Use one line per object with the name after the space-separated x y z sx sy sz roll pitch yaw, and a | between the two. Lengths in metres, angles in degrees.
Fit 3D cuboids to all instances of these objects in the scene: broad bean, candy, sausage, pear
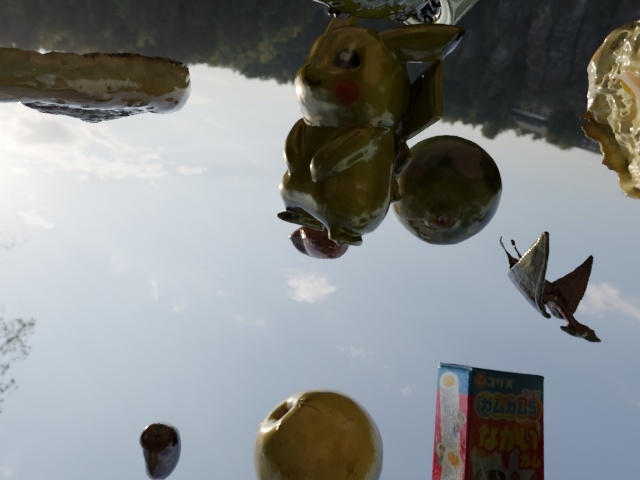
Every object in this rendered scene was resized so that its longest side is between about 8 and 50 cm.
-0.362 0.481 1.043 0.085 0.165 0.114 14 -152 10 | broad bean
0.266 0.358 0.725 0.158 0.305 0.100 12 165 -19 | candy
0.000 0.000 1.052 0.089 0.089 0.179 -8 -170 -38 | sausage
-0.004 0.555 1.190 0.349 0.348 0.348 11 -155 -5 | pear

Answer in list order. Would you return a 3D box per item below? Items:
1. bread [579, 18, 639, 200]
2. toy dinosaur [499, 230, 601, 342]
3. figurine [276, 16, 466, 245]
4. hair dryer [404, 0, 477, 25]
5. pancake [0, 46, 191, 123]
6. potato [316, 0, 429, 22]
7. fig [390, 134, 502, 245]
0.736 -0.236 0.884 0.395 0.360 0.250 -8 166 -14 | bread
0.382 0.053 0.741 0.327 0.113 0.206 32 -153 -29 | toy dinosaur
0.050 -0.156 0.616 0.169 0.326 0.218 -10 -157 -42 | figurine
0.255 -0.329 0.519 0.362 0.203 0.128 40 176 42 | hair dryer
-0.353 -0.188 0.553 0.388 0.081 0.387 3 -167 -1 | pancake
0.025 -0.259 0.361 0.252 0.149 0.113 0 176 -37 | potato
0.246 -0.111 0.882 0.207 0.207 0.230 23 -119 20 | fig
